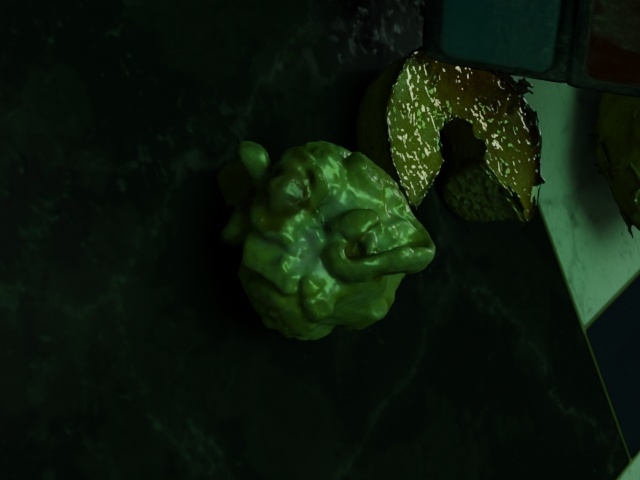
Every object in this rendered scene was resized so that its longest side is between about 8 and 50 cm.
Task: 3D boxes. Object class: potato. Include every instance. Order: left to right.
[{"bbox_3d":[0.354,-0.133,1.245,0.173,0.140,0.300,29,60,-32],"label":"potato"}]

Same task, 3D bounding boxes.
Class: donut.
[{"bbox_3d":[0.101,-0.087,1.036,0.181,0.078,0.146,4,81,-38],"label":"donut"}]

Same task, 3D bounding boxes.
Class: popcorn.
[{"bbox_3d":[0.000,0.000,0.899,0.135,0.162,0.141,-51,153,-75],"label":"popcorn"}]

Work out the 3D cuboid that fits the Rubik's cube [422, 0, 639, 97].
[{"bbox_3d":[0.282,-0.333,0.939,0.363,0.359,0.362,90,17,-48],"label":"Rubik's cube"}]
